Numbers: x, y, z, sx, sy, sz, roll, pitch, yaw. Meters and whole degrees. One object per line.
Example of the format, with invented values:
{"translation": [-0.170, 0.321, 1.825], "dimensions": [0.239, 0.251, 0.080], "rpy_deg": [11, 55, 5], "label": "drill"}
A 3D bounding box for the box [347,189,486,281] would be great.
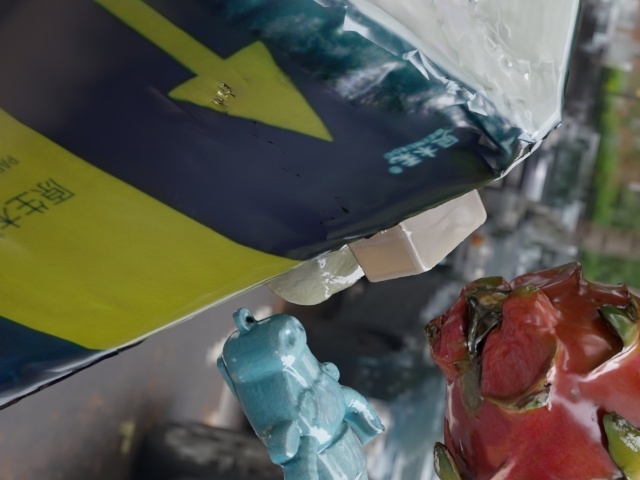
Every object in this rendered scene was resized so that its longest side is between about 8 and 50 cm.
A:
{"translation": [0.080, -0.017, 1.579], "dimensions": [0.122, 0.089, 0.062], "rpy_deg": [-38, 106, -41], "label": "box"}

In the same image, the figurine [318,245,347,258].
{"translation": [0.034, -0.114, 1.952], "dimensions": [0.203, 0.381, 0.248], "rpy_deg": [-118, -175, -50], "label": "figurine"}

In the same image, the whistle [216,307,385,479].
{"translation": [-0.015, 0.182, 1.804], "dimensions": [0.274, 0.093, 0.186], "rpy_deg": [61, 27, -15], "label": "whistle"}

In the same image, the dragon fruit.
{"translation": [0.241, 0.167, 2.027], "dimensions": [0.226, 0.305, 0.305], "rpy_deg": [13, 88, -46], "label": "dragon fruit"}

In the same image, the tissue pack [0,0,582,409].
{"translation": [-0.105, -0.115, 0.753], "dimensions": [0.417, 0.253, 0.264], "rpy_deg": [-27, -138, 43], "label": "tissue pack"}

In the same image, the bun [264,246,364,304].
{"translation": [0.000, 0.000, 2.266], "dimensions": [0.113, 0.173, 0.166], "rpy_deg": [44, 9, -41], "label": "bun"}
